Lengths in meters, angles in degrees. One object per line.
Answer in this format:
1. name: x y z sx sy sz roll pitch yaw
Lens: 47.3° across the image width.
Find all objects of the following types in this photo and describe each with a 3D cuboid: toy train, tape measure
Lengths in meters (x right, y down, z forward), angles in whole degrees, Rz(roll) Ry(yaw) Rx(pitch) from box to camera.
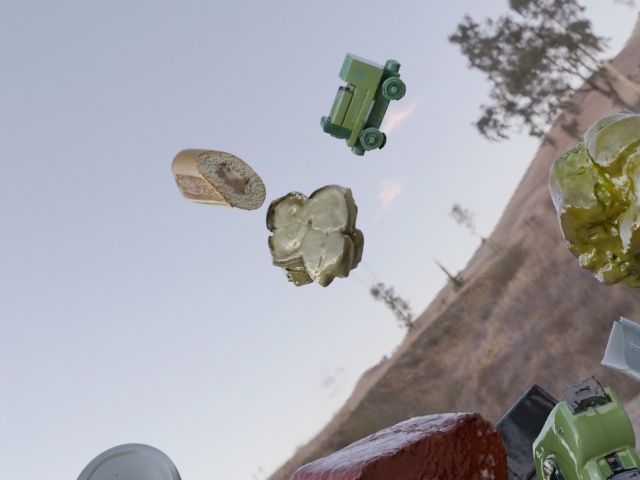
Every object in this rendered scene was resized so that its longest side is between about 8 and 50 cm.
1. toy train: 0.050 -0.162 0.867 0.050 0.081 0.122 -109 39 -63
2. tape measure: 0.327 0.290 0.893 0.106 0.175 0.200 -14 -33 -13

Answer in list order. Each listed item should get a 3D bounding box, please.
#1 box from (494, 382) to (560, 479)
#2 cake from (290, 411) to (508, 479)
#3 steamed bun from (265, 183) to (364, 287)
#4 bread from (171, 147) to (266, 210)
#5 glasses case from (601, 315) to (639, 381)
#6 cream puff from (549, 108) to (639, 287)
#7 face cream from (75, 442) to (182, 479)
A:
1. box: 0.467 0.520 1.575 0.204 0.251 0.345 -37 -29 -23
2. cake: 0.105 0.320 0.875 0.282 0.177 0.151 -13 -8 -37
3. steamed bun: 0.000 0.000 1.318 0.177 0.192 0.106 -19 -23 26
4. bread: -0.105 -0.066 0.750 0.049 0.103 0.062 -41 -55 -36
5. glasses case: 0.733 0.265 1.623 0.128 0.083 0.308 -58 20 3
6. cream puff: 0.579 -0.048 1.325 0.276 0.378 0.378 -53 -18 6
7. face cream: -0.343 0.501 1.346 0.201 0.201 0.187 -34 -32 -24
